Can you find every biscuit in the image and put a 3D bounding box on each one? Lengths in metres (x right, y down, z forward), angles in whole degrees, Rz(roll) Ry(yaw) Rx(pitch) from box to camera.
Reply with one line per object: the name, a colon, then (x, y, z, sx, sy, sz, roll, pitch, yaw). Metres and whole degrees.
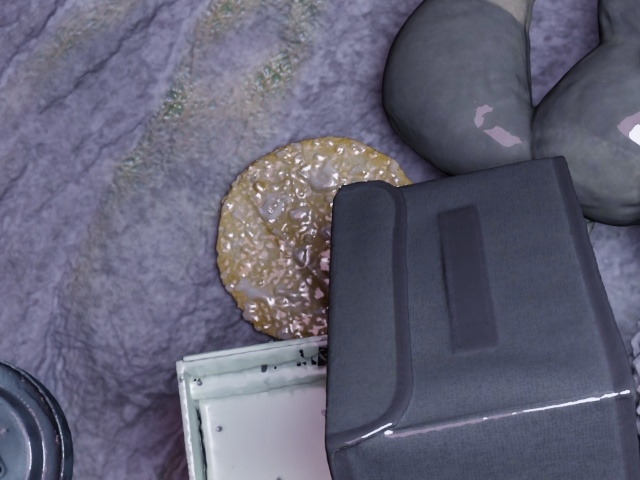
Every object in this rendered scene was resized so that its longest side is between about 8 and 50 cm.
biscuit: (0.000, 0.000, 1.251, 0.220, 0.033, 0.219, -2, 79, 10)

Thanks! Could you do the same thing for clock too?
clock: (-0.350, 0.220, 1.258, 0.215, 0.042, 0.214, -2, 80, 9)

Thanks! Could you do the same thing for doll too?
doll: (0.268, -0.202, 1.143, 0.379, 0.252, 0.382, 25, 78, 12)

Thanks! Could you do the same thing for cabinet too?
cabinet: (-0.028, 0.166, 1.134, 0.145, 0.206, 0.150, -9, 79, 7)

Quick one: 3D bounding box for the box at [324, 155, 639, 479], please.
box: (0.129, 0.125, 1.010, 0.205, 0.345, 0.251, -10, 121, 7)

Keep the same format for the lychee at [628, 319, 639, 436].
lychee: (0.397, 0.133, 1.042, 0.300, 0.300, 0.299, -2, 79, 8)
